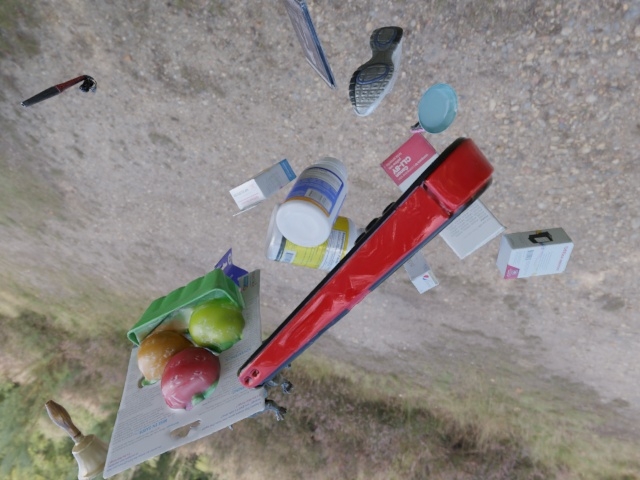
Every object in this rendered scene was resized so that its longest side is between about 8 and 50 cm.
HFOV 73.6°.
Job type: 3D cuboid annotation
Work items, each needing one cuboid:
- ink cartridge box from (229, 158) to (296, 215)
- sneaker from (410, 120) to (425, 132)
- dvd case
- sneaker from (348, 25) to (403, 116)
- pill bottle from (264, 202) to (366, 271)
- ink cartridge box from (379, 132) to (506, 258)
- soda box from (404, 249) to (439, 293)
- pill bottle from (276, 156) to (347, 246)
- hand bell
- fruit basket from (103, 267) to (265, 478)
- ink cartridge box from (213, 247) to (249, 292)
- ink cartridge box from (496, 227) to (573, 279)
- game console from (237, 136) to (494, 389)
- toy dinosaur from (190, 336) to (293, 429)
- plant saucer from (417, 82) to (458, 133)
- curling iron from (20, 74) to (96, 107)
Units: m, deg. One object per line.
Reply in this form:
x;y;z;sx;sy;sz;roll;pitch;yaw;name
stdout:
-0.158;-0.139;1.110;0.104;0.181;0.061;-18;109;40;ink cartridge box
0.296;-0.333;1.193;0.119;0.047;0.057;3;104;57;sneaker
-0.031;-0.476;0.995;0.018;0.164;0.221;-30;141;0;dvd case
0.164;-0.438;1.151;0.111;0.296;0.129;14;154;24;sneaker
0.000;0.000;1.389;0.334;0.187;0.188;12;149;-14;pill bottle
0.392;-0.141;1.380;0.160;0.279;0.384;-42;81;16;ink cartridge box
0.303;0.065;1.377;0.069;0.216;0.074;-31;124;13;soda box
-0.010;-0.122;1.212;0.153;0.272;0.152;11;133;12;pill bottle
-0.698;0.547;1.213;0.126;0.126;0.241;-9;116;41;hand bell
-0.248;0.238;0.844;0.327;0.352;0.165;-27;132;9;fruit basket
-0.271;0.224;1.351;0.069;0.175;0.370;0;109;5;ink cartridge box
0.625;0.039;1.259;0.175;0.072;0.127;-7;131;1;ink cartridge box
0.070;0.016;0.584;0.342;0.386;0.060;-43;84;14;game console
-0.145;0.326;1.001;0.121;0.313;0.160;22;167;48;toy dinosaur
0.281;-0.321;1.044;0.119;0.119;0.021;49;177;-33;plant saucer
-0.853;-0.492;1.410;0.068;0.274;0.035;38;133;3;curling iron
